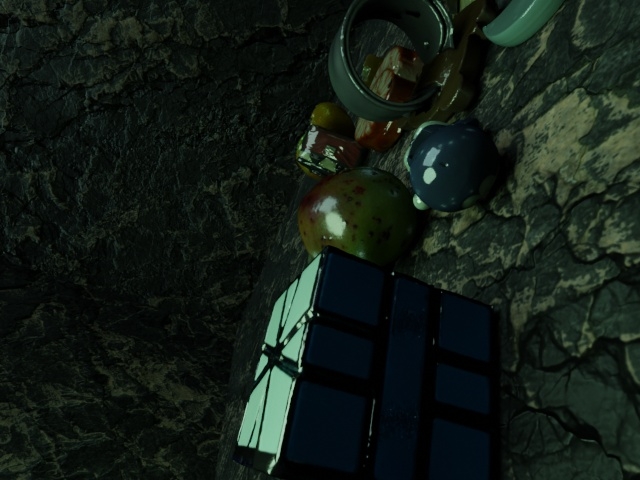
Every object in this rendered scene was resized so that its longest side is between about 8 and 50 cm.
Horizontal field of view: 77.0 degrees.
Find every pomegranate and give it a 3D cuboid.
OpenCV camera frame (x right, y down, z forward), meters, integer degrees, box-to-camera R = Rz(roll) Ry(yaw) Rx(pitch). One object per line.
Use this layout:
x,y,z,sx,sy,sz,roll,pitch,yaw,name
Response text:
0.108,-0.021,0.953,0.291,0.323,0.291,-38,4,3,pomegranate

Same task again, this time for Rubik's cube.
0.056,0.218,0.607,0.293,0.284,0.288,128,158,-61,Rubik's cube

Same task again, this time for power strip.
0.414,-0.486,0.750,0.167,0.054,0.253,-89,23,-49,power strip

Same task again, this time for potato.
0.356,-0.670,1.107,0.093,0.036,0.037,73,-177,-45,potato

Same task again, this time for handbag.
0.042,-0.325,1.565,0.181,0.255,0.181,-55,-13,-81,handbag

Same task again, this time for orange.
0.034,-0.426,1.754,0.196,0.263,0.334,31,93,44,orange

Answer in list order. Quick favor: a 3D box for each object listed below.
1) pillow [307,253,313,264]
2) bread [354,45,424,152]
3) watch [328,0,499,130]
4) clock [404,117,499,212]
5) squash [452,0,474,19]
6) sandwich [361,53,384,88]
0.000,0.001,1.665,0.093,0.051,0.241,-91,23,-58,pillow
0.223,-0.455,1.327,0.295,0.114,0.327,-165,95,-76,bread
0.196,-0.457,0.972,0.314,0.327,0.335,-152,84,-77,watch
0.236,-0.143,0.758,0.199,0.147,0.243,-59,8,20,clock
0.442,-0.700,1.043,0.237,0.155,0.203,-103,-1,-65,squash
0.199,-0.616,1.652,0.122,0.128,0.235,-113,45,-82,sandwich
